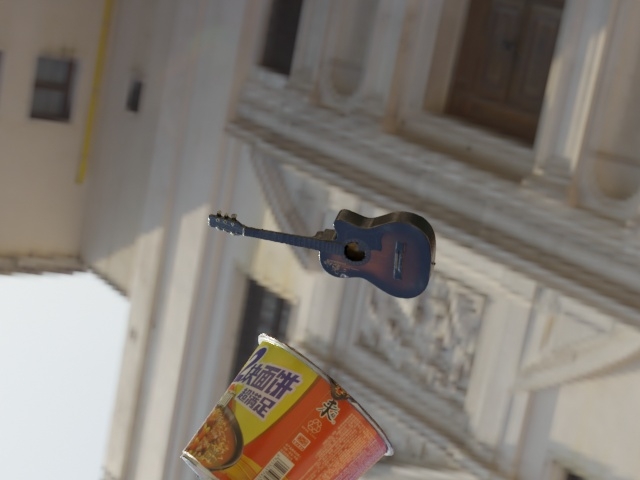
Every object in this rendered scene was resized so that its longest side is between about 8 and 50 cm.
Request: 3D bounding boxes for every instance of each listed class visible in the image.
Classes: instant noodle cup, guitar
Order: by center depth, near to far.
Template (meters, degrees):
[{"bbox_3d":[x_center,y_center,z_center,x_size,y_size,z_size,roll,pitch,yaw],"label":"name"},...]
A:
[{"bbox_3d":[0.000,0.000,1.402,0.233,0.088,0.025,11,-145,13],"label":"guitar"},{"bbox_3d":[-0.048,0.239,1.639,0.213,0.174,0.213,39,166,12],"label":"instant noodle cup"}]
